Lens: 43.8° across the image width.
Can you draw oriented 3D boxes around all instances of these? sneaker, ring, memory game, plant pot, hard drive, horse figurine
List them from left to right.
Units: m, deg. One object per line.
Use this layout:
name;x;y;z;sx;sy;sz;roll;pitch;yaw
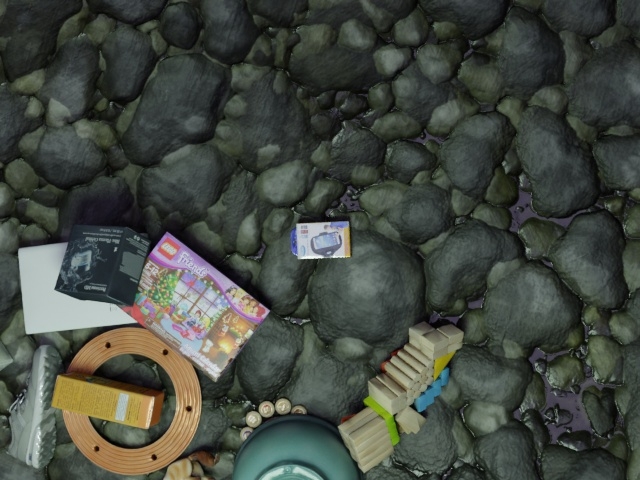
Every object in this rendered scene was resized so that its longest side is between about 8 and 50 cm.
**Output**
sneaker;-0.668;0.377;1.827;0.115;0.105;0.281;8;88;11
hard drive;-0.542;0.101;1.850;0.307;0.040;0.203;-7;87;8
ring;-0.433;0.368;1.832;0.336;0.032;0.337;0;88;7
horse figurine;-0.319;0.561;1.767;0.263;0.066;0.174;-48;46;-5
memory game;-0.091;0.447;1.791;0.186;0.012;0.186;0;89;8
plant pot;-0.054;0.534;1.677;0.293;0.196;0.293;0;90;2

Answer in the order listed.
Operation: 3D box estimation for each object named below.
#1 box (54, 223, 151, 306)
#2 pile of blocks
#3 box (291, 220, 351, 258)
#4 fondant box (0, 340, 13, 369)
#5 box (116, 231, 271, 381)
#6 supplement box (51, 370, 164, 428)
box;-0.475;0.053;1.741;0.156;0.093;0.158;3;72;27
pile of blocks;0.170;0.323;1.726;0.362;0.149;0.112;-49;40;-5
box;0.000;0.000;1.784;0.136;0.028;0.081;-3;88;6
fondant box;-0.930;0.281;1.871;0.330;0.096;0.238;-35;84;5
box;-0.286;0.147;1.780;0.293;0.057;0.201;37;87;1
supplement box;-0.476;0.356;1.784;0.233;0.078;0.080;9;89;8
